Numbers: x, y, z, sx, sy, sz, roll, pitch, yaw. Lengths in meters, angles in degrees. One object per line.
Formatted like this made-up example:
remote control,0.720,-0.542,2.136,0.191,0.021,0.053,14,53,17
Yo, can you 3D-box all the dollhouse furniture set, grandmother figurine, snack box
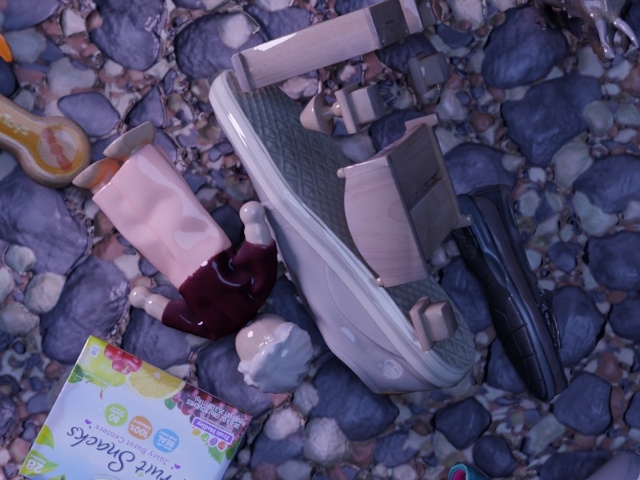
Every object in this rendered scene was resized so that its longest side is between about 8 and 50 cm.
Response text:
dollhouse furniture set,0.057,-0.080,1.480,0.173,0.303,0.356,-14,102,26
grandmother figurine,-0.127,0.029,1.469,0.342,0.208,0.104,53,38,0
snack box,-0.207,0.230,1.460,0.207,0.070,0.175,28,81,-2

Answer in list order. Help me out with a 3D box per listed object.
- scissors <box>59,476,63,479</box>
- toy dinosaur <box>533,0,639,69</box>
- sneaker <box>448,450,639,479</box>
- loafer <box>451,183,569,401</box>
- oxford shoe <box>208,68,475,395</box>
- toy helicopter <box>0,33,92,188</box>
scissors,-0.280,0.413,1.416,0.109,0.021,0.297,-20,101,-11
toy dinosaur,0.271,-0.348,1.555,0.121,0.160,0.313,-42,90,-11
sneaker,0.235,0.310,1.488,0.295,0.124,0.178,-43,99,-9
loafer,0.241,0.056,1.534,0.084,0.096,0.268,-23,84,-16
oxford shoe,0.000,0.000,1.489,0.130,0.169,0.449,-38,86,33
toy helicopter,-0.417,-0.183,1.478,0.355,0.140,0.235,29,71,-14
